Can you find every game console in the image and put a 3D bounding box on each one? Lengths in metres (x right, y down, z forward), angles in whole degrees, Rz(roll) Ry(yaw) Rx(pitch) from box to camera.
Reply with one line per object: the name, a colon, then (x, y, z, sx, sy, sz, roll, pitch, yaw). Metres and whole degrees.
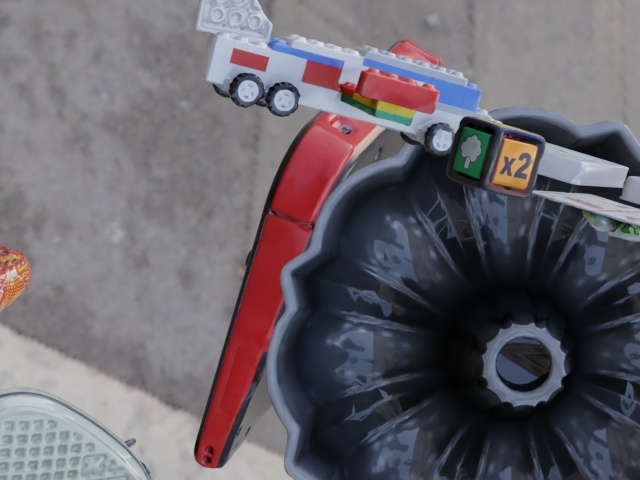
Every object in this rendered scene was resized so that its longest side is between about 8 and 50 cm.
game console: (0.000, 0.000, 1.638, 0.060, 0.342, 0.386, 27, 28, 9)

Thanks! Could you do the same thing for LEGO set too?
LEGO set: (0.067, -0.048, 0.649, 0.244, 0.182, 0.060, -2, 108, -65)

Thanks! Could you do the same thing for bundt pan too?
bundt pan: (0.129, 0.079, 1.140, 0.124, 0.331, 0.331, -56, 126, -90)

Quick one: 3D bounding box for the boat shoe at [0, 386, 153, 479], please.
boat shoe: (-0.225, 0.276, 1.605, 0.156, 0.187, 0.500, 48, -7, 38)

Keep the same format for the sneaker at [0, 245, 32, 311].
sneaker: (-0.196, 0.054, 0.780, 0.175, 0.064, 0.067, -42, 136, -46)
